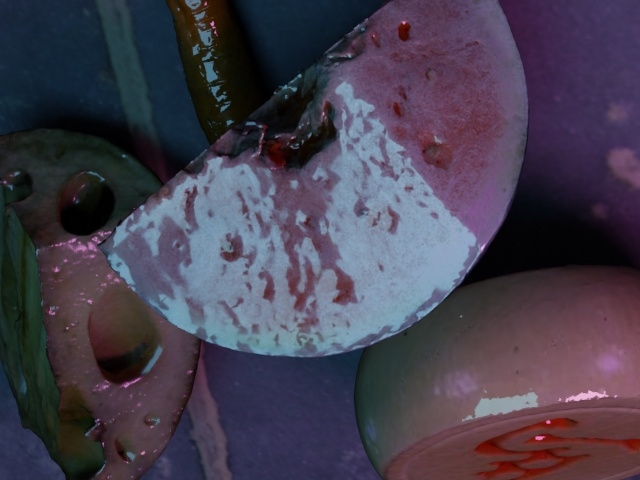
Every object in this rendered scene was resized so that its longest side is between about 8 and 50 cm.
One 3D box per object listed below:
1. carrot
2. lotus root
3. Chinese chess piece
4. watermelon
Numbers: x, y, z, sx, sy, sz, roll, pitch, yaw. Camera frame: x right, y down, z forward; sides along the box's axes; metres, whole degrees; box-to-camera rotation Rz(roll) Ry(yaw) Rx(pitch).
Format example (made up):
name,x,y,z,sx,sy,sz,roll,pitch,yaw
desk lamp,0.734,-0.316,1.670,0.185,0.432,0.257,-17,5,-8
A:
name,x,y,z,sx,sy,sz,roll,pitch,yaw
carrot,-0.080,-0.132,1.092,0.060,0.060,0.186,-10,113,28
lotus root,-0.198,0.056,1.224,0.210,0.142,0.314,47,144,39
Chinese chess piece,0.159,0.112,1.030,0.273,0.102,0.273,-7,156,-3
watermelon,0.030,-0.036,1.003,0.322,0.175,0.188,-33,91,21
